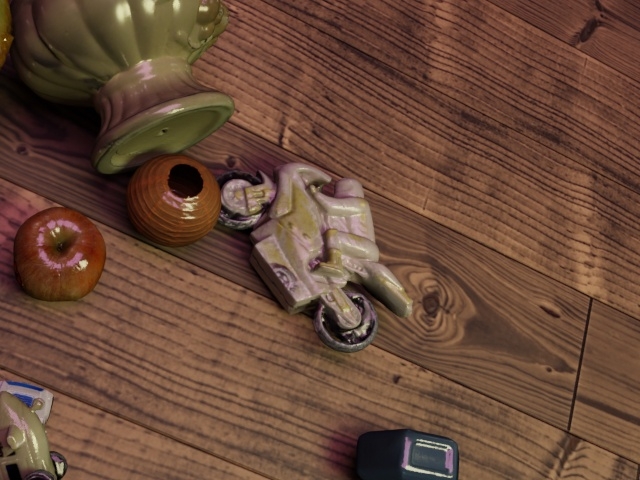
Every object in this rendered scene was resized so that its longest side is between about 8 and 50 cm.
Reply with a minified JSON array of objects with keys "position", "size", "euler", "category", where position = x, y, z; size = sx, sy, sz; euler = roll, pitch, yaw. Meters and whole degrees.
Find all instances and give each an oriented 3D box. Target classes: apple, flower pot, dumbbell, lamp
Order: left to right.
[{"position":[-0.349,0.020,1.337],"size":[0.126,0.102,0.126],"euler":[6,69,-15],"category":"apple"},{"position":[-0.257,-0.245,1.383],"size":[0.307,0.307,0.244],"euler":[-21,85,-29],"category":"flower pot"},{"position":[-0.208,-0.056,1.414],"size":[0.136,0.136,0.137],"euler":[9,65,-19],"category":"lamp"},{"position":[0.111,0.418,1.336],"size":[0.143,0.156,0.316],"euler":[32,54,-42],"category":"dumbbell"}]

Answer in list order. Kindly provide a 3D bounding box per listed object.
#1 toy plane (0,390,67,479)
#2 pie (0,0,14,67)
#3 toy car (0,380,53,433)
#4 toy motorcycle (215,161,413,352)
[{"position":[-0.346,0.315,1.163],"size":[0.108,0.092,0.287],"euler":[-13,97,-4],"category":"toy plane"},{"position":[-0.547,-0.292,1.313],"size":[0.288,0.103,0.355],"euler":[-36,59,-4],"category":"pie"},{"position":[-0.387,0.257,1.236],"size":[0.080,0.070,0.171],"euler":[17,62,-16],"category":"toy car"},{"position":[0.000,0.000,1.490],"size":[0.222,0.108,0.341],"euler":[-34,77,-25],"category":"toy motorcycle"}]
